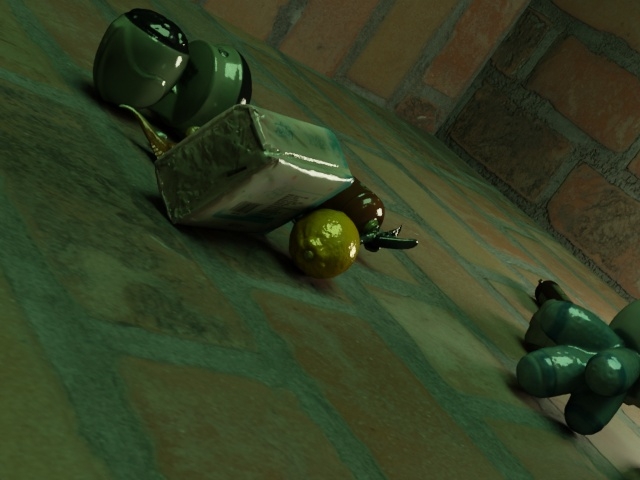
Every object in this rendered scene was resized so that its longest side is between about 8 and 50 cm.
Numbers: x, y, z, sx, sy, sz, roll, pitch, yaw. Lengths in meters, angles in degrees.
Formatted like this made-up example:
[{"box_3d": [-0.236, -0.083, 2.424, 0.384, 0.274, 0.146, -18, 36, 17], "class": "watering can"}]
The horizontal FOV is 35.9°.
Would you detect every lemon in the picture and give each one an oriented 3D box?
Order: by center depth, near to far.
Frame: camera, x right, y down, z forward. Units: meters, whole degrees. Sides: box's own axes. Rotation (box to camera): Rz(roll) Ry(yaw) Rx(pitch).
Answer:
[{"box_3d": [0.004, 0.006, 1.593, 0.114, 0.114, 0.155, 38, 18, 10], "class": "lemon"}]

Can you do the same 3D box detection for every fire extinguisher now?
[{"box_3d": [-0.002, -0.075, 1.913, 0.200, 0.113, 0.376, -30, 56, -27], "class": "fire extinguisher"}, {"box_3d": [0.607, 0.165, 2.557, 0.099, 0.071, 0.231, 60, 4, -21], "class": "fire extinguisher"}]

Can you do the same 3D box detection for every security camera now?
[{"box_3d": [-0.279, -0.302, 1.783, 0.277, 0.191, 0.197, 21, 22, -42], "class": "security camera"}]

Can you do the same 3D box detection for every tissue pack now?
[{"box_3d": [-0.097, -0.102, 1.508, 0.271, 0.201, 0.124, 5, 54, -63], "class": "tissue pack"}]

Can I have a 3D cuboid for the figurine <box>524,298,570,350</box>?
[{"box_3d": [0.531, 0.203, 2.122, 0.176, 0.133, 0.236, 34, 9, 33], "class": "figurine"}]

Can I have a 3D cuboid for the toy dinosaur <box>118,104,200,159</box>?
[{"box_3d": [-0.243, -0.136, 1.642, 0.212, 0.057, 0.142, 16, 41, -24], "class": "toy dinosaur"}]

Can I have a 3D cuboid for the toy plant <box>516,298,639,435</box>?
[{"box_3d": [0.508, 0.224, 1.783, 0.332, 0.247, 0.247, -6, 32, -19], "class": "toy plant"}]
